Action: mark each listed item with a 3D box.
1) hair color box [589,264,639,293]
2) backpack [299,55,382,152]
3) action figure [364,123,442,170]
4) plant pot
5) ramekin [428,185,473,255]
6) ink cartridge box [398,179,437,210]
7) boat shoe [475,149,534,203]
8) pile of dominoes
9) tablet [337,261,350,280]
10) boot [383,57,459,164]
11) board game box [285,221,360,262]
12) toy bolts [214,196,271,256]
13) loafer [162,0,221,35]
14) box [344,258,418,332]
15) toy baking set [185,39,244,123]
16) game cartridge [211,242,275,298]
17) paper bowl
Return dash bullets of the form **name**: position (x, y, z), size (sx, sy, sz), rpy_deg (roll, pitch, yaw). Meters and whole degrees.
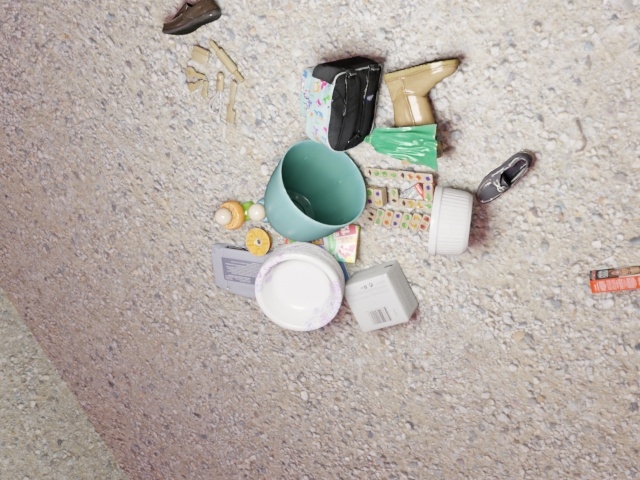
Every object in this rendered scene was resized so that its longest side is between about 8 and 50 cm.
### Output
- **hair color box**: position (0.830, 0.108, 1.657), size (0.141, 0.072, 0.043), rpy_deg (-10, 108, 28)
- **backpack**: position (0.055, -0.390, 1.711), size (0.191, 0.225, 0.254), rpy_deg (28, 130, 38)
- **action figure**: position (0.228, -0.280, 1.691), size (0.232, 0.063, 0.137), rpy_deg (12, 123, 29)
- **plant pot**: position (-0.041, -0.128, 1.850), size (0.293, 0.293, 0.235), rpy_deg (48, 143, -2)
- **ramekin**: position (0.380, -0.053, 1.725), size (0.109, 0.207, 0.207), rpy_deg (7, 116, 13)
- **ink cartridge box**: position (0.303, -0.144, 1.817), size (0.115, 0.029, 0.063), rpy_deg (-31, 97, 34)
- **boat shoe**: position (0.513, -0.174, 1.681), size (0.075, 0.065, 0.206), rpy_deg (44, 124, 1)
- **pile of dominoes**: position (0.228, -0.119, 1.828), size (0.251, 0.040, 0.196), rpy_deg (11, 120, 35)
- **tablet**: position (0.069, 0.106, 2.061), size (0.054, 0.006, 0.083), rpy_deg (-12, 108, 29)
- **boot**: position (0.307, -0.364, 1.684), size (0.236, 0.089, 0.270), rpy_deg (-2, 111, 40)
- **board game box**: position (0.000, 0.000, 1.989), size (0.259, 0.039, 0.124), rpy_deg (6, 89, 21)
- **toy bolts**: position (-0.231, -0.055, 2.018), size (0.228, 0.158, 0.218), rpy_deg (-23, 88, 31)
- **loafer**: position (-0.411, -0.710, 1.877), size (0.220, 0.080, 0.078), rpy_deg (-12, 98, 24)
- **box**: position (0.197, 0.185, 1.969), size (0.181, 0.119, 0.182), rpy_deg (-20, 102, 32)
- **toy baking set**: position (-0.339, -0.521, 1.954), size (0.256, 0.030, 0.197), rpy_deg (47, 127, 0)
- **game cartridge**: position (-0.264, 0.118, 2.200), size (0.294, 0.060, 0.196), rpy_deg (8, 113, 23)
- **paper bowl**: position (-0.062, 0.140, 1.931), size (0.284, 0.148, 0.284), rpy_deg (4, 116, 7)
